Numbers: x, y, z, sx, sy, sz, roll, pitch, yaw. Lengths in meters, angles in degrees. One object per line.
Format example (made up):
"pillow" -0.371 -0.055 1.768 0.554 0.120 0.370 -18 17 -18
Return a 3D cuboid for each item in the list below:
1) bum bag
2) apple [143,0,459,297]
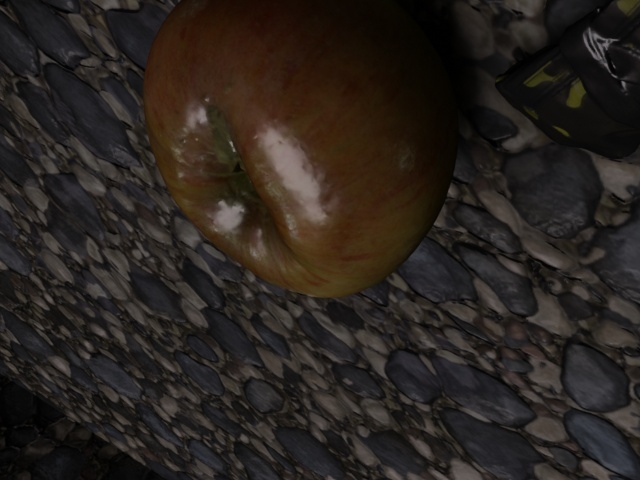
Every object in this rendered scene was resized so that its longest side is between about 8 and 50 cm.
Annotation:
"bum bag" 0.198 -0.120 0.648 0.106 0.060 0.232 33 154 -7
"apple" -0.011 -0.086 0.802 0.261 0.194 0.261 28 147 20
